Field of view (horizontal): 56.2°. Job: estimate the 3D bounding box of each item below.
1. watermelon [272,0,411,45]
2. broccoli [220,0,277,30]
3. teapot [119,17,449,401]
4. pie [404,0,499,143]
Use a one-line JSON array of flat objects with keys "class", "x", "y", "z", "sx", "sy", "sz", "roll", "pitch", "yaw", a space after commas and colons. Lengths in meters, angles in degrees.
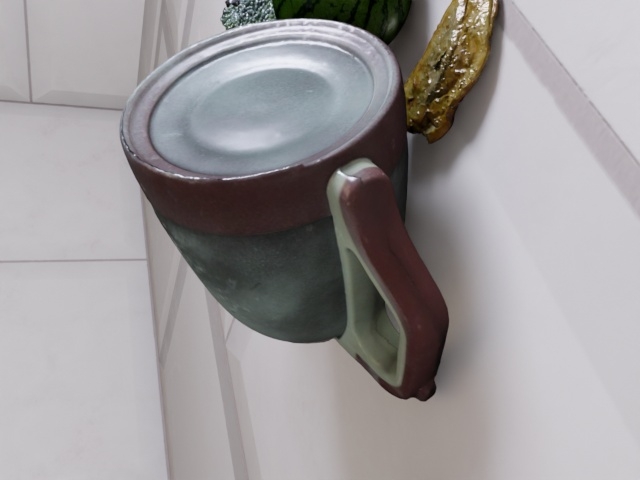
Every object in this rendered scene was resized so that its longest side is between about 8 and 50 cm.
[{"class": "watermelon", "x": 0.015, "y": -0.250, "z": 0.617, "sx": 0.187, "sy": 0.140, "sz": 0.141, "roll": 179, "pitch": 91, "yaw": -71}, {"class": "broccoli", "x": -0.092, "y": -0.299, "z": 0.943, "sx": 0.204, "sy": 0.118, "sz": 0.122, "roll": 104, "pitch": 147, "yaw": -68}, {"class": "teapot", "x": 0.000, "y": 0.000, "z": 0.564, "sx": 0.315, "sy": 0.233, "sz": 0.312, "roll": 42, "pitch": 158, "yaw": 39}, {"class": "pie", "x": 0.110, "y": -0.151, "z": 0.524, "sx": 0.170, "sy": 0.034, "sz": 0.092, "roll": -61, "pitch": 34, "yaw": 39}]
